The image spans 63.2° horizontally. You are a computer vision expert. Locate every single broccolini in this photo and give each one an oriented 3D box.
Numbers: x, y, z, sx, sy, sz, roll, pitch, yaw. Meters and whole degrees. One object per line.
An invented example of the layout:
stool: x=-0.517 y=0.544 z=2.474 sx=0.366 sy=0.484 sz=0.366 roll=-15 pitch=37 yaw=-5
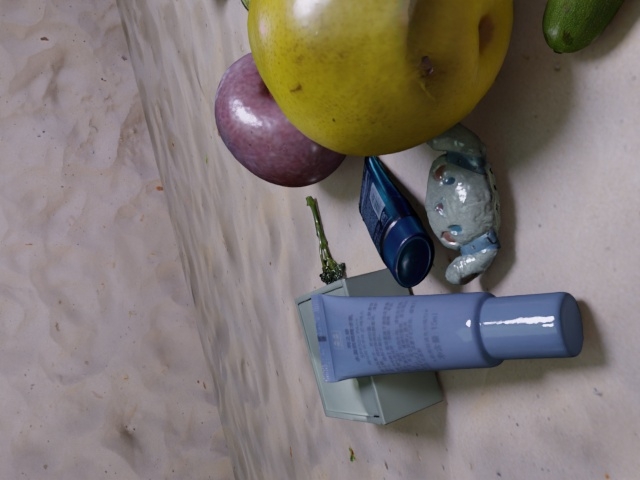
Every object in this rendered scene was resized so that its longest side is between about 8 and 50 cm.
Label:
broccolini: x=0.000 y=0.003 z=1.052 sx=0.052 sy=0.054 sz=0.194 roll=95 pitch=157 yaw=-69

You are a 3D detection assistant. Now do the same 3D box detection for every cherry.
cherry: x=-0.062 y=-0.200 z=0.870 sx=0.236 sy=0.212 sz=0.285 roll=61 pitch=170 yaw=12

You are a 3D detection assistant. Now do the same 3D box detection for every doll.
doll: x=0.177 y=-0.049 z=0.646 sx=0.103 sy=0.071 sz=0.214 roll=3 pitch=102 yaw=54

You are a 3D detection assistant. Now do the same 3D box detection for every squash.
squash: x=0.247 y=-0.271 z=0.414 sx=0.066 sy=0.066 sz=0.252 roll=55 pitch=146 yaw=38

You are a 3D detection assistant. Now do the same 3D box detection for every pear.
pear: x=0.037 y=-0.237 z=0.584 sx=0.336 sy=0.284 sz=0.285 roll=-3 pitch=99 yaw=35

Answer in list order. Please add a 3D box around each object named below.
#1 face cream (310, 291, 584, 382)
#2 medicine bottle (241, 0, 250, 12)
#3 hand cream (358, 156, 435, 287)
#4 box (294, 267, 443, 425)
face cream: x=0.130 y=0.119 z=0.674 sx=0.385 sy=0.086 sz=0.136 roll=-14 pitch=84 yaw=44
medicine bottle: x=-0.046 y=-0.404 z=0.881 sx=0.239 sy=0.124 sz=0.124 roll=51 pitch=143 yaw=41
hand cream: x=0.095 y=-0.040 z=0.784 sx=0.271 sy=0.061 sz=0.120 roll=-112 pitch=22 yaw=-57
box: x=0.072 y=0.179 z=0.897 sx=0.225 sy=0.117 sz=0.225 roll=-32 pitch=72 yaw=63
